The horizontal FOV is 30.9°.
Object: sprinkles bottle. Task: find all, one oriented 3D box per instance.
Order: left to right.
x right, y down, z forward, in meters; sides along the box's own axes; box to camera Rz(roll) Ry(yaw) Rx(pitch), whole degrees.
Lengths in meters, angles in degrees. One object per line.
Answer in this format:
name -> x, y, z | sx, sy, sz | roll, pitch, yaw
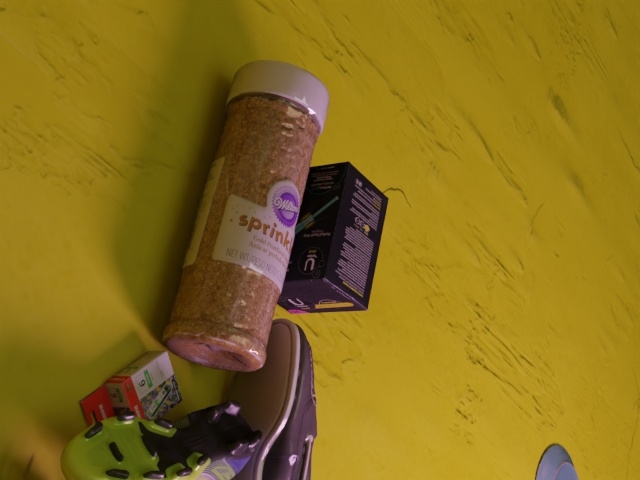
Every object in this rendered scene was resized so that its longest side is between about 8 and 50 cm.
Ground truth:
sprinkles bottle -> -0.083, -0.031, 1.343 | 0.121, 0.121, 0.355 | 39, 56, -46

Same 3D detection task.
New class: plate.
plate -> 0.438, 0.466, 2.108 | 0.188, 0.024, 0.188 | 9, 79, -55

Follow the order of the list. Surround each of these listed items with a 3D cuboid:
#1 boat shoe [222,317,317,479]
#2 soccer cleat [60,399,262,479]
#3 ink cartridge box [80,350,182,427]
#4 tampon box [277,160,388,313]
boat shoe -> -0.059, 0.262, 1.350 | 0.095, 0.112, 0.335 | 24, 73, -44
soccer cleat -> -0.169, 0.234, 1.188 | 0.093, 0.121, 0.289 | 52, 21, 20
ink cartridge box -> -0.199, 0.170, 1.233 | 0.115, 0.029, 0.063 | -36, 116, -51
tampon box -> 0.000, 0.000, 1.455 | 0.101, 0.120, 0.161 | 38, 57, -45
